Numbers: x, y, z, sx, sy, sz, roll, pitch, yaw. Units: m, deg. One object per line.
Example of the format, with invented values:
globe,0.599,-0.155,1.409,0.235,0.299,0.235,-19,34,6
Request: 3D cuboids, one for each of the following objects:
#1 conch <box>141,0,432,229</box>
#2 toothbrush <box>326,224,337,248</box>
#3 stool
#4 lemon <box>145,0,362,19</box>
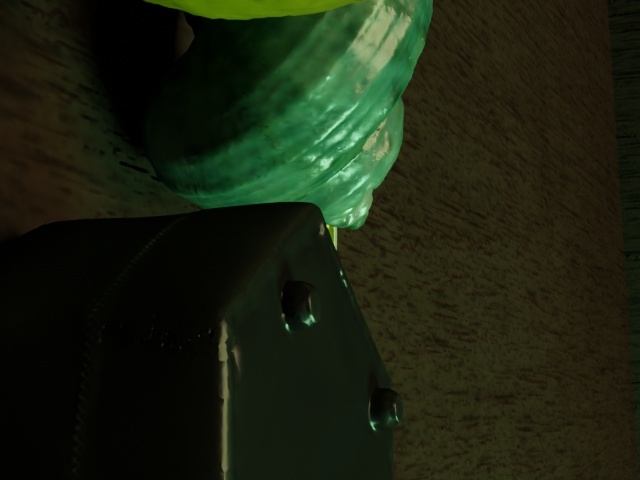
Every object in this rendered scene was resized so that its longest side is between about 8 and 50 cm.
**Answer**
conch,-0.018,-0.098,0.793,0.196,0.134,0.202,-103,-165,-65
toothbrush,0.000,0.000,1.030,0.026,0.022,0.263,43,42,-85
stool,-0.055,0.101,0.625,0.232,0.141,0.232,-4,90,-73
lemon,-0.020,-0.228,0.624,0.310,0.253,0.253,-69,154,-18
